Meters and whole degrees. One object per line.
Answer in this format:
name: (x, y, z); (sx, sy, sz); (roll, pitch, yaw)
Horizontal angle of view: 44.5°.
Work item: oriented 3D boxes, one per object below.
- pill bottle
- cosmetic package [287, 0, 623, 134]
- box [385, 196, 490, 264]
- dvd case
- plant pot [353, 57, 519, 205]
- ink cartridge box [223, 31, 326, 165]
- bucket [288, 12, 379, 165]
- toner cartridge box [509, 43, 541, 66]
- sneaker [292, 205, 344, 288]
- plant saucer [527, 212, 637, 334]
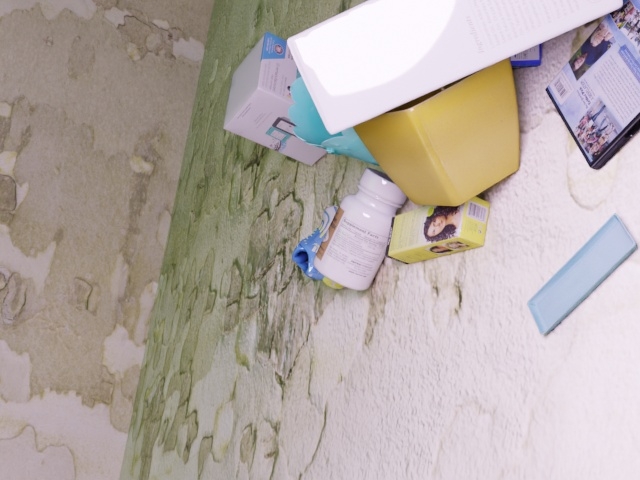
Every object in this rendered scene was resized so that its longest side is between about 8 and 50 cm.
pill bottle: (0.088, -0.025, 1.594); (0.229, 0.131, 0.131); (-64, 25, 13)
cosmetic package: (0.196, -0.336, 1.212); (0.454, 0.161, 0.230); (-23, 11, 11)
box: (0.208, -0.018, 1.427); (0.232, 0.058, 0.087); (-22, 53, 60)
dvd case: (0.436, -0.248, 1.111); (0.253, 0.022, 0.180); (-54, 38, 40)
plant pot: (0.211, -0.171, 1.324); (0.212, 0.187, 0.212); (-30, 15, -20)
ink cartridge box: (-0.079, -0.361, 2.032); (0.197, 0.270, 0.198); (-38, 40, 48)
bucket: (0.088, -0.285, 1.521); (0.281, 0.183, 0.281); (-28, 52, 43)
toner cartridge box: (0.278, -0.399, 1.481); (0.348, 0.075, 0.165); (-164, 71, -66)
sneaker: (0.000, 0.000, 1.758); (0.240, 0.126, 0.091); (-99, 28, -47)
plant saucer: (0.365, 0.051, 1.094); (0.192, 0.018, 0.067); (-53, 29, 31)
